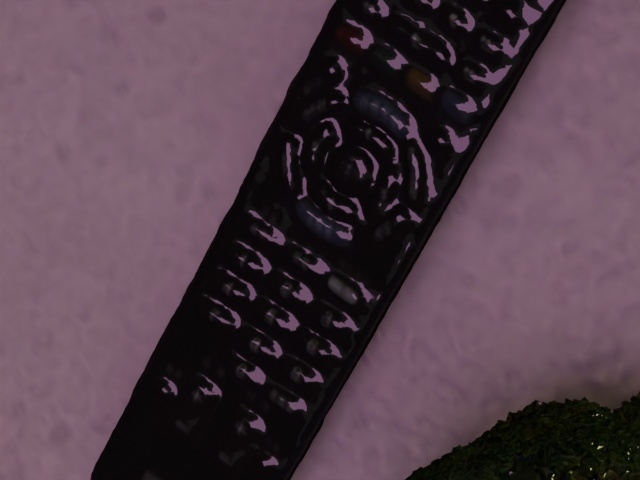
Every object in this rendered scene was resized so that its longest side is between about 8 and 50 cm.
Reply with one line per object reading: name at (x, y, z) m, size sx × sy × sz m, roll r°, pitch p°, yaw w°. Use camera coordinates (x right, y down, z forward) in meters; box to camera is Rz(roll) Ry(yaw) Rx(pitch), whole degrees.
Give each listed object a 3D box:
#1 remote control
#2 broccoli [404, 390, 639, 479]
remote control at (0.000, 0.000, 0.571) m, size 0.063 × 0.025 × 0.245 m, roll 34°, pitch 114°, yaw 9°
broccoli at (0.076, 0.112, 0.520) m, size 0.162 × 0.146 × 0.138 m, roll -28°, pitch 134°, yaw 37°
